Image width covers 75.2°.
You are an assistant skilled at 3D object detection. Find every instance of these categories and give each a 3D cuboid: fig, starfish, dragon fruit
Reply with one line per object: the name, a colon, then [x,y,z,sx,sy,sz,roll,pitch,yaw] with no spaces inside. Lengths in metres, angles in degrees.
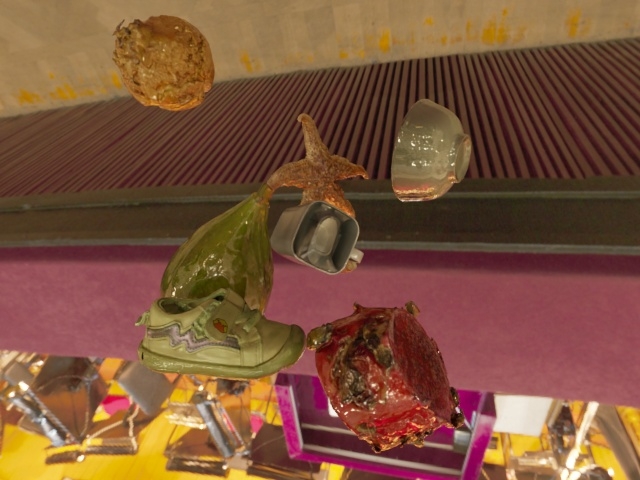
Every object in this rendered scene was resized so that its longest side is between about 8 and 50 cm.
fig: [-0.168,0.062,0.845,0.314,0.233,0.233,-40,115,-5]
starfish: [0.004,-0.132,0.982,0.302,0.299,0.060,9,180,-39]
dragon fruit: [0.114,0.197,0.629,0.147,0.211,0.282,-39,107,16]

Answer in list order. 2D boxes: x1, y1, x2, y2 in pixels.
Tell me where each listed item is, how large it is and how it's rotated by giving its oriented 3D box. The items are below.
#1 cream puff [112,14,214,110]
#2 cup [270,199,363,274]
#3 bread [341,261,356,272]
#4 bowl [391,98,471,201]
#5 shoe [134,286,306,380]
cream puff: [-0.300,-0.343,0.793,0.189,0.129,0.189,-1,94,-9]
cup: [0.000,0.000,0.662,0.128,0.095,0.129,26,172,-23]
bread: [0.100,0.087,1.497,0.062,0.043,0.109,37,143,26]
bowl: [0.324,-0.232,1.145,0.146,0.289,0.289,19,135,32]
shoe: [-0.155,0.148,0.637,0.262,0.140,0.128,-2,112,4]
